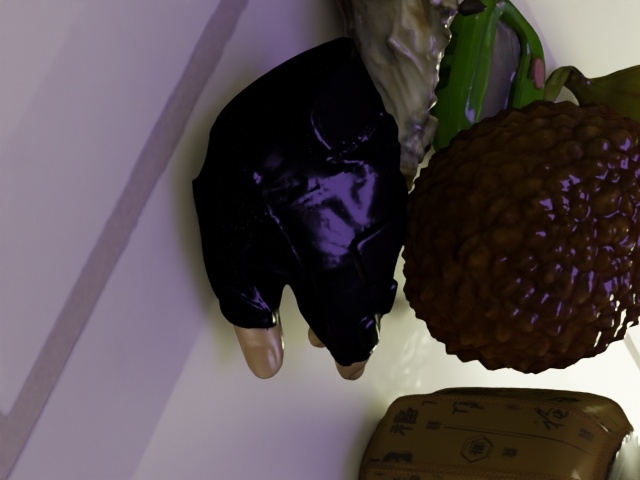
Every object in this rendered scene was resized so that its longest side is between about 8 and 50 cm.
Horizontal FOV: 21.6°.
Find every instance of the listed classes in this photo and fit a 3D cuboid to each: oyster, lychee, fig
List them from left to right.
[{"bbox_3d":[0.061,-0.210,1.131,0.201,0.107,0.354,96,3,-69],"label":"oyster"},{"bbox_3d":[0.143,0.003,1.151,0.200,0.238,0.200,19,50,-25],"label":"lychee"},{"bbox_3d":[0.270,-0.091,1.444,0.148,0.186,0.142,-52,180,-16],"label":"fig"}]

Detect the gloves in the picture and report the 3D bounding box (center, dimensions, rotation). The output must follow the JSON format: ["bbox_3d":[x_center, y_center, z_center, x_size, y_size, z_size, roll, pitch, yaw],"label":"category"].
[{"bbox_3d":[0.000,0.000,1.033,0.164,0.124,0.203,-42,120,-25],"label":"gloves"}]

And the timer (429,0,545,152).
[{"bbox_3d":[0.127,-0.110,1.272,0.128,0.047,0.140,36,62,-54],"label":"timer"}]

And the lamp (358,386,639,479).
[{"bbox_3d":[0.129,0.178,1.163,0.161,0.185,0.161,-9,101,-59],"label":"lamp"}]
